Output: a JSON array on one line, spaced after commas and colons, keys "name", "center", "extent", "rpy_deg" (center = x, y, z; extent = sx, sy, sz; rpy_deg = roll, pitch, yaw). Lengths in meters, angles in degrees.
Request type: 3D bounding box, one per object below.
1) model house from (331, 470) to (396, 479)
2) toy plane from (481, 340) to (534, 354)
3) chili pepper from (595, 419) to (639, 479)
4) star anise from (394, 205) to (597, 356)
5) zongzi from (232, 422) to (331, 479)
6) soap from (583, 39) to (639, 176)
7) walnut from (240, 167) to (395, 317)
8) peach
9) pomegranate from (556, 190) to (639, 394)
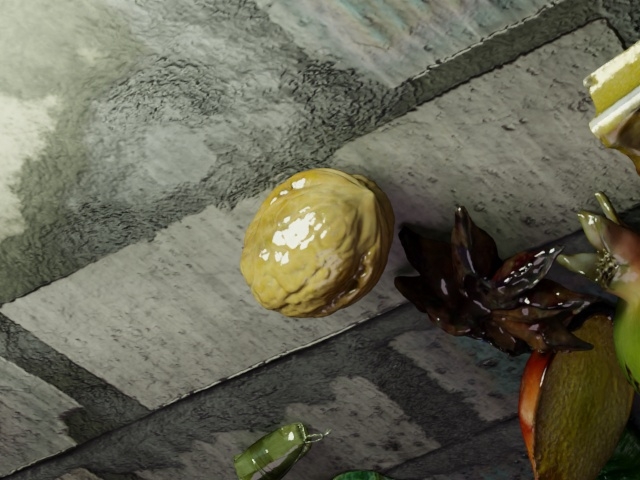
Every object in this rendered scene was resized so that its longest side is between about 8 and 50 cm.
[{"name": "model house", "center": [0.082, 0.481, 2.074], "extent": [0.214, 0.189, 0.195], "rpy_deg": [24, 136, -29]}, {"name": "toy plane", "center": [0.242, 0.125, 1.762], "extent": [0.167, 0.054, 0.062], "rpy_deg": [29, 156, -33]}, {"name": "chili pepper", "center": [0.381, 0.272, 1.909], "extent": [0.136, 0.099, 0.270], "rpy_deg": [9, 150, 33]}, {"name": "star anise", "center": [0.189, 0.074, 1.587], "extent": [0.272, 0.102, 0.272], "rpy_deg": [22, 150, 14]}, {"name": "zongzi", "center": [-0.037, 0.295, 1.957], "extent": [0.154, 0.062, 0.130], "rpy_deg": [-36, 155, 12]}, {"name": "soap", "center": [0.435, -0.157, 1.351], "extent": [0.259, 0.143, 0.281], "rpy_deg": [25, 134, -37]}, {"name": "walnut", "center": [0.000, 0.000, 1.502], "extent": [0.155, 0.155, 0.184], "rpy_deg": [27, 133, -32]}, {"name": "peach", "center": [0.317, 0.211, 1.761], "extent": [0.189, 0.279, 0.068], "rpy_deg": [22, 176, -35]}, {"name": "pomegranate", "center": [0.432, 0.088, 1.551], "extent": [0.323, 0.291, 0.291], "rpy_deg": [13, 138, -21]}]
